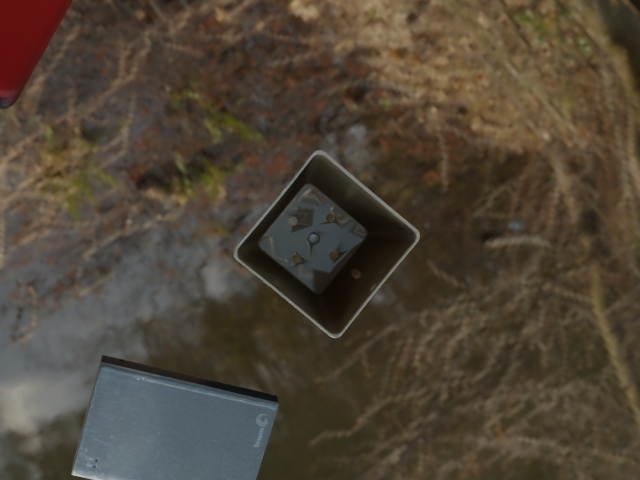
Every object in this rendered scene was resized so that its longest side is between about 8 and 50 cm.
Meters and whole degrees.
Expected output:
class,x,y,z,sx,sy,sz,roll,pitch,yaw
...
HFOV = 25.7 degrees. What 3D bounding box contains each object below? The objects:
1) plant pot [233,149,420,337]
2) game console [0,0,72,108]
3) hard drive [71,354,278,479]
class,x,y,z,sx,sy,sz,roll,pitch,yaw
plant pot,0.000,0.000,1.142,0.109,0.109,0.096,-51,-172,-1
game console,-0.161,-0.115,0.494,0.124,0.144,0.085,0,-130,58
hard drive,-0.107,0.144,1.040,0.022,0.135,0.094,-104,-150,-70
